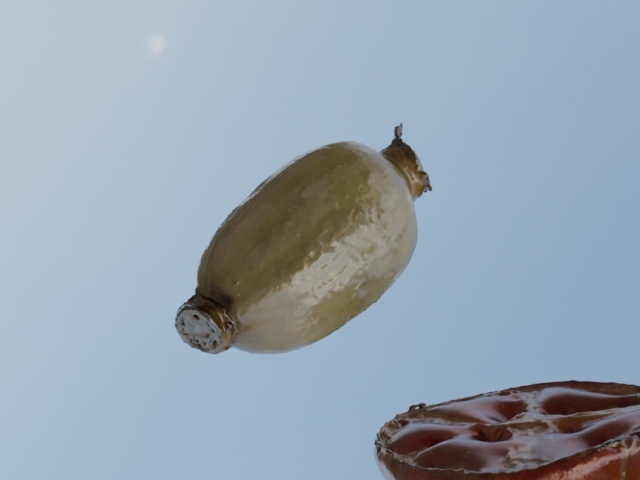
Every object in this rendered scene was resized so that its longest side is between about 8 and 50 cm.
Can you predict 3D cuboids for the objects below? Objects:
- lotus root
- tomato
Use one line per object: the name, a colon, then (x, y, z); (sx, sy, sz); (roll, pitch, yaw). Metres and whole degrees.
lotus root: (0.000, 0.000, 0.717); (0.150, 0.073, 0.062); (-40, -178, -29)
tomato: (0.104, 0.119, 0.811); (0.155, 0.069, 0.155); (-8, -171, 1)
